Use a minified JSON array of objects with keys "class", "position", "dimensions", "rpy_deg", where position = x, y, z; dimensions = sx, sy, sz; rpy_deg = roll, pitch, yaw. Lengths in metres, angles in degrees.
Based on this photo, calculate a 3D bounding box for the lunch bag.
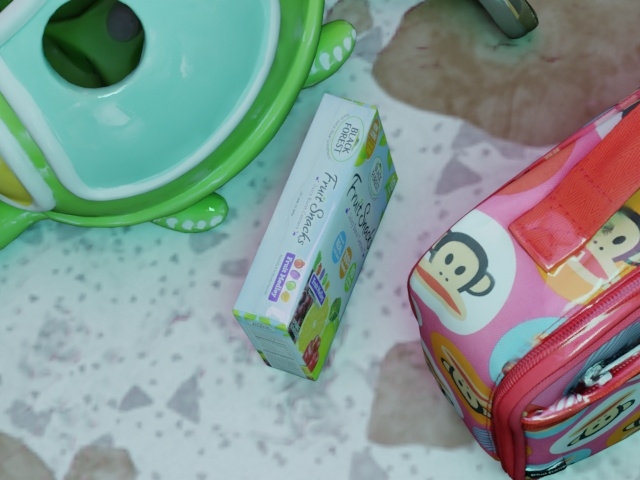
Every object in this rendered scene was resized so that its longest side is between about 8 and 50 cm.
[{"class":"lunch bag","position":[0.185,-0.010,0.789],"dimensions":[0.293,0.258,0.120],"rpy_deg":[-34,67,-5]}]

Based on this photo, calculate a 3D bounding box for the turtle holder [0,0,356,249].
[{"class":"turtle holder","position":[-0.162,-0.127,0.899],"dimensions":[0.320,0.227,0.243],"rpy_deg":[-22,74,18]}]

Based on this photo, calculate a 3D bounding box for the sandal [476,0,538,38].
[{"class":"sandal","position":[0.045,-0.190,0.992],"dimensions":[0.219,0.090,0.060],"rpy_deg":[42,102,14]}]

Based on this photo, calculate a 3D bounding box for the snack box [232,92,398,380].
[{"class":"snack box","position":[0.000,0.000,0.900],"dimensions":[0.037,0.100,0.141],"rpy_deg":[17,72,15]}]
